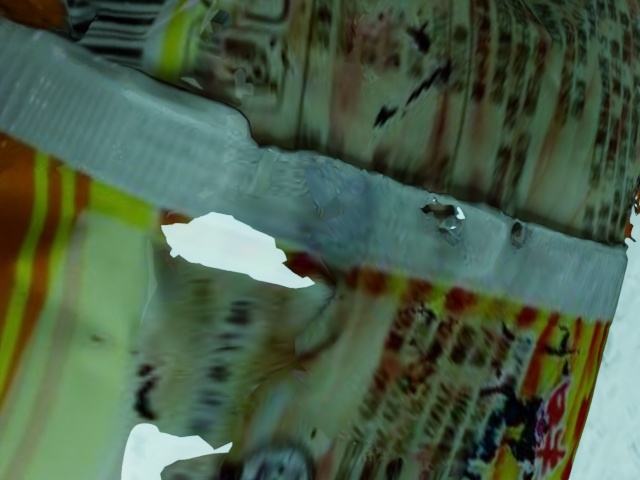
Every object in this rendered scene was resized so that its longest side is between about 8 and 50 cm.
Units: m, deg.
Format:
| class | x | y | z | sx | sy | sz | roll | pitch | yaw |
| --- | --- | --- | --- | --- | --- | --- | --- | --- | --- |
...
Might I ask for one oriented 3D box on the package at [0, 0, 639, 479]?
| class | x | y | z | sx | sy | sz | roll | pitch | yaw |
| --- | --- | --- | --- | --- | --- | --- | --- | --- | --- |
| package | -0.001 | 0.007 | 0.432 | 0.288 | 0.108 | 0.223 | 12 | 94 | -40 |
